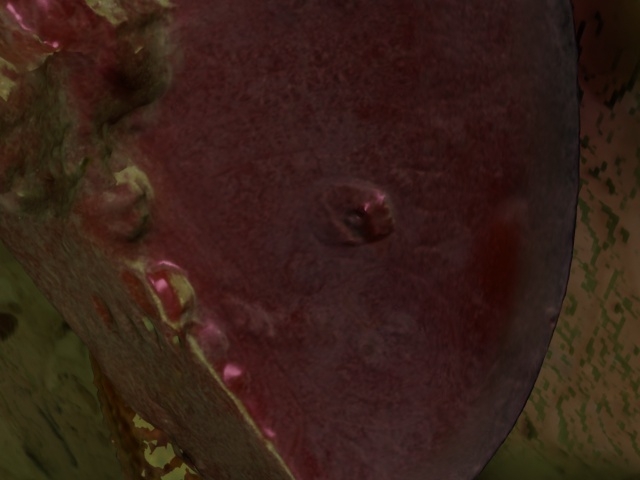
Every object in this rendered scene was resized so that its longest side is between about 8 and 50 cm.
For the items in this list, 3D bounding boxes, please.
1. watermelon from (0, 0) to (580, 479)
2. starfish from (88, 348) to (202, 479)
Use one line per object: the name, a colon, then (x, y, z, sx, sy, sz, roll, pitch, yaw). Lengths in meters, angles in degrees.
watermelon: (-0.046, -0.047, 0.636, 0.148, 0.226, 0.318, -11, 83, 54)
starfish: (0.027, 0.183, 0.888, 0.384, 0.132, 0.398, 31, 141, 10)
